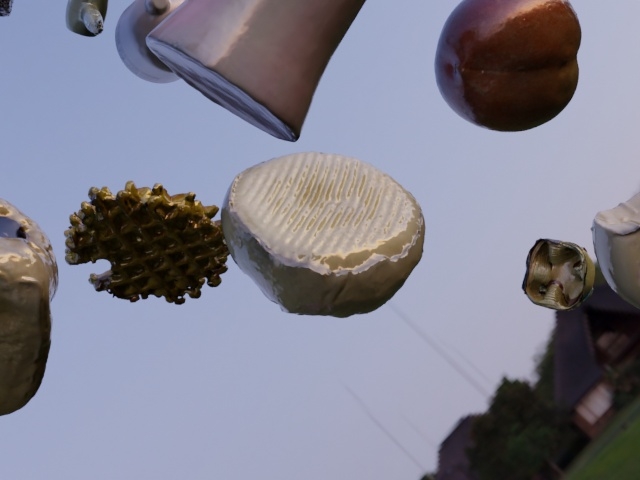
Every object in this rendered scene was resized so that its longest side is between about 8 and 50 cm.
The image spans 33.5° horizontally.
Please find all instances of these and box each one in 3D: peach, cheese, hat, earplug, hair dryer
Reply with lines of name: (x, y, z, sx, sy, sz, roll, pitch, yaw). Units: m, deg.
peach: (0.303, -0.299, 1.736, 0.252, 0.252, 0.252, -39, -21, -19)
cheese: (0.357, 0.027, 1.025, 0.163, 0.071, 0.249, -26, -65, 0)
hat: (0.272, 0.040, 1.192, 0.059, 0.076, 0.077, 13, -91, -52)
earplug: (-0.013, -0.264, 1.015, 0.301, 0.172, 0.172, -57, -20, -5)
hair dryer: (-0.406, -0.442, 1.927, 0.075, 0.237, 0.206, 10, -59, -22)

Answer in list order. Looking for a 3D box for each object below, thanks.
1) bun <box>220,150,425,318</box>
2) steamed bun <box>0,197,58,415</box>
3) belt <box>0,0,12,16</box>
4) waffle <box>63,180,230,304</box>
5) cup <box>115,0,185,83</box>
bun: (0.000, 0.000, 1.409, 0.287, 0.287, 0.146, -30, -37, -38)
steamed bun: (-0.285, 0.038, 0.872, 0.140, 0.155, 0.172, 8, -55, -11)
belt: (-0.393, -0.440, 1.303, 0.260, 0.122, 0.325, -134, 55, -72)
waffle: (-0.236, 0.010, 1.465, 0.231, 0.051, 0.229, 13, -45, -18)
cup: (-0.215, -0.291, 1.572, 0.134, 0.174, 0.142, -25, 8, -22)
